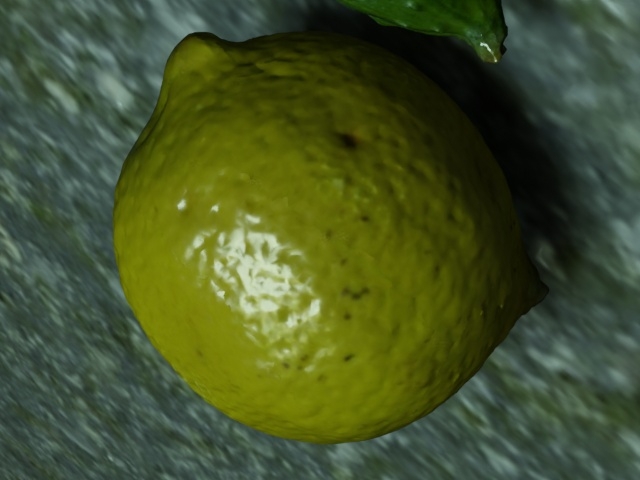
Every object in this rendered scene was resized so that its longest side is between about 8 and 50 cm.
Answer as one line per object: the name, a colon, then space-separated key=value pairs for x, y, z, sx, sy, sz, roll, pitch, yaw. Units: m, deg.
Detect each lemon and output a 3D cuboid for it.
lemon: x=-0.006 y=-0.007 z=0.772 sx=0.253 sy=0.228 sz=0.228 roll=48 pitch=143 yaw=2

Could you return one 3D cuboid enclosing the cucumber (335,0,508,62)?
cucumber: x=0.011 y=-0.184 z=0.679 sx=0.244 sy=0.134 sz=0.134 roll=43 pitch=143 yaw=-5
